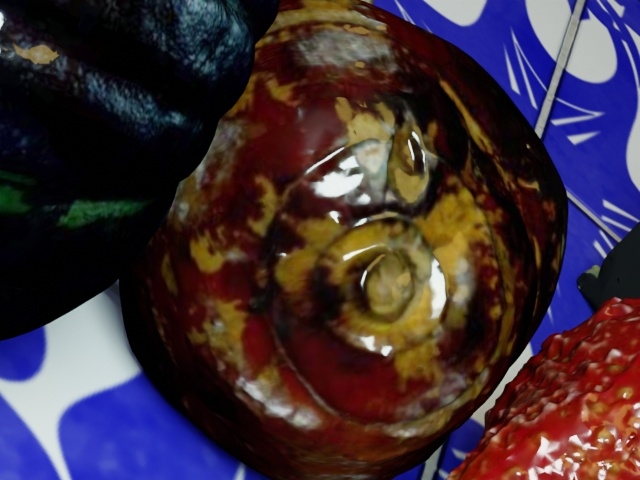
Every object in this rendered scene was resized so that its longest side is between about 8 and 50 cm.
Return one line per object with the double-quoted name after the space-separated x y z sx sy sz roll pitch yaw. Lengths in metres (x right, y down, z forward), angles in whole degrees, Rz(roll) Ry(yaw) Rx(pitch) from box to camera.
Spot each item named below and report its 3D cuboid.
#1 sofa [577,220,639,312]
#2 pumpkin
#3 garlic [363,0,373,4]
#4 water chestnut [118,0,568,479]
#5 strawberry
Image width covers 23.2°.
0.361 0.047 1.242 0.182 0.258 0.200 -3 56 -33 "sofa"
-0.172 -0.129 0.739 0.266 0.363 0.363 24 40 -21 "pumpkin"
-0.008 -0.242 1.240 0.090 0.128 0.198 8 50 -22 "garlic"
0.000 0.000 0.900 0.289 0.244 0.289 37 42 -43 "water chestnut"
0.201 0.169 0.943 0.261 0.261 0.257 45 25 -3 "strawberry"
